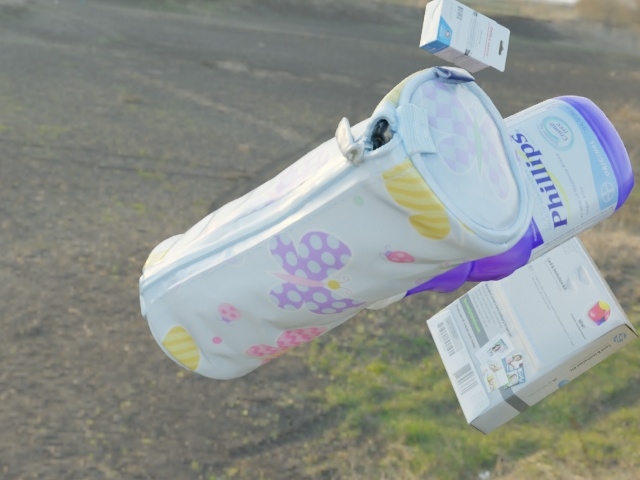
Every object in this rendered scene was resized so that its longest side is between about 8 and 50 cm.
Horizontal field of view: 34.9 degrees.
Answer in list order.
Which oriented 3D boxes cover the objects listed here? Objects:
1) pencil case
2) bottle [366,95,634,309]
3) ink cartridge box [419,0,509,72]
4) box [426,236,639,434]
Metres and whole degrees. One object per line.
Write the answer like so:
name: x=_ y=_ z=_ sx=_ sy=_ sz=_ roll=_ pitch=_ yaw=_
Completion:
pencil case: x=0.000 y=0.000 z=0.646 sx=0.124 sy=0.113 sz=0.273 roll=-6 pitch=-18 yaw=-46
bottle: x=0.134 y=-0.029 z=0.828 sx=0.283 sy=0.118 sz=0.092 roll=-24 pitch=-5 yaw=-34
ink cartridge box: x=0.138 y=-0.193 z=0.972 sx=0.083 sy=0.048 sz=0.028 roll=20 pitch=-17 yaw=-28
box: x=0.211 y=0.090 z=1.050 sx=0.038 sy=0.186 sz=0.145 roll=35 pitch=24 yaw=-39
